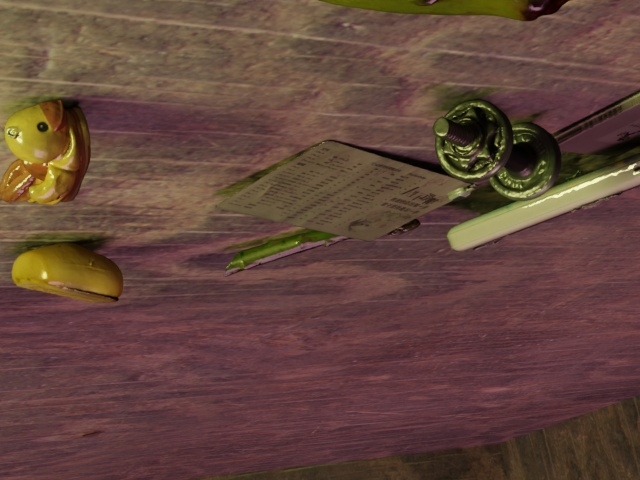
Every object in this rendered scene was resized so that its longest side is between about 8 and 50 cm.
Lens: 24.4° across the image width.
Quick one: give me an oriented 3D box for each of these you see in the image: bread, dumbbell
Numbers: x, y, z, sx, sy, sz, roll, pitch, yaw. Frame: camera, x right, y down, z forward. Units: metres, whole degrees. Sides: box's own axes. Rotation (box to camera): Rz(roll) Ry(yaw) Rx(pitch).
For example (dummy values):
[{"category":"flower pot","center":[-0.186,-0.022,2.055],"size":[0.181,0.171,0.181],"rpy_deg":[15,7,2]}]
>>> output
[{"category":"bread","center":[-0.263,0.031,1.552],"size":[0.115,0.056,0.082],"rpy_deg":[15,169,-36]},{"category":"dumbbell","center":[0.173,-0.086,1.429],"size":[0.081,0.081,0.254],"rpy_deg":[-21,163,28]}]

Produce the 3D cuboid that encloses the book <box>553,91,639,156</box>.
[{"category":"book","center":[0.339,-0.127,1.531],"size":[0.127,0.014,0.182],"rpy_deg":[2,159,-43]}]

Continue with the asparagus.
[{"category":"asparagus","center":[0.000,0.001,1.700],"size":[0.236,0.027,0.034],"rpy_deg":[-14,145,-1]}]

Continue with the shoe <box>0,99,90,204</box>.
[{"category":"shoe","center":[-0.227,-0.065,1.213],"size":[0.069,0.072,0.109],"rpy_deg":[-12,165,-22]}]

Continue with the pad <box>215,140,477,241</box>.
[{"category":"pad","center":[0.033,-0.045,1.554],"size":[0.159,0.009,0.265],"rpy_deg":[-28,155,34]}]

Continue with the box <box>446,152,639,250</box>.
[{"category":"box","center":[0.287,-0.051,1.673],"size":[0.285,0.044,0.142],"rpy_deg":[-23,175,32]}]

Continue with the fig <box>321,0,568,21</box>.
[{"category":"fig","center":[0.034,-0.189,0.707],"size":[0.203,0.225,0.203],"rpy_deg":[-35,167,-9]}]
